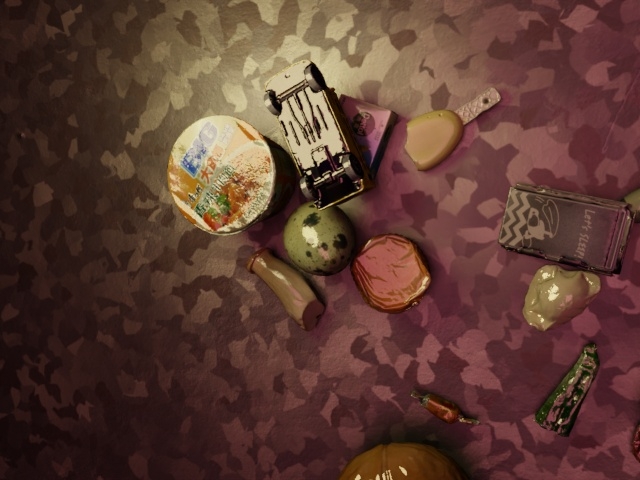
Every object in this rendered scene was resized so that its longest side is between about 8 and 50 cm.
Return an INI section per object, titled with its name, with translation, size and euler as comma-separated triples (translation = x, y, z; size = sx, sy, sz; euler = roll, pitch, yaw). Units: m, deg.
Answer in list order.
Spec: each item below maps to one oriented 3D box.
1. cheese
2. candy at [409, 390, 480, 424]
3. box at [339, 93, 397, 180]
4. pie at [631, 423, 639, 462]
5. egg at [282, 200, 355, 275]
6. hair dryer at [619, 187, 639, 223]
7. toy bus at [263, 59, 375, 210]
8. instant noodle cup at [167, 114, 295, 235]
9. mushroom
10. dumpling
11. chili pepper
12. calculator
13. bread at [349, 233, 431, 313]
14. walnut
[cheese]
translation = 0.310, -0.279, 1.486
size = 0.255, 0.050, 0.127
euler = -35, 81, 16
[candy]
translation = 0.301, 0.417, 1.537
size = 0.182, 0.053, 0.046
euler = 23, 102, 14
[box]
translation = 0.089, -0.246, 1.548
size = 0.139, 0.073, 0.194
euler = 23, 101, 17
[pie]
translation = 0.776, 0.455, 1.388
size = 0.154, 0.038, 0.153
euler = 1, 93, 21
[egg]
translation = 0.000, 0.000, 1.522
size = 0.177, 0.228, 0.176
euler = -7, 119, -12
[hair dryer]
translation = 0.787, -0.051, 1.329
size = 0.219, 0.088, 0.224
euler = -38, 92, 21
[toy bus]
translation = 0.000, -0.245, 1.463
size = 0.145, 0.151, 0.331
euler = -25, 85, 27
[instant noodle cup]
translation = -0.206, -0.162, 1.579
size = 0.297, 0.214, 0.296
euler = 2, 95, 18
[mushroom]
translation = -0.084, 0.120, 1.624
size = 0.096, 0.108, 0.247
euler = -40, 81, -24
[dumpling]
translation = 0.541, 0.116, 1.423
size = 0.169, 0.100, 0.134
euler = -59, 38, 35
[chili pepper]
translation = 0.577, 0.335, 1.436
size = 0.088, 0.059, 0.226
euler = 26, 100, 20
[calculator]
translation = 0.544, -0.028, 1.402
size = 0.274, 0.028, 0.165
euler = 17, 105, 31
[bread]
translation = 0.174, 0.077, 1.529
size = 0.199, 0.104, 0.199
euler = 1, 95, 14
[walnut]
translation = 0.205, 0.667, 1.451
size = 0.354, 0.308, 0.397
euler = -24, 84, 20
